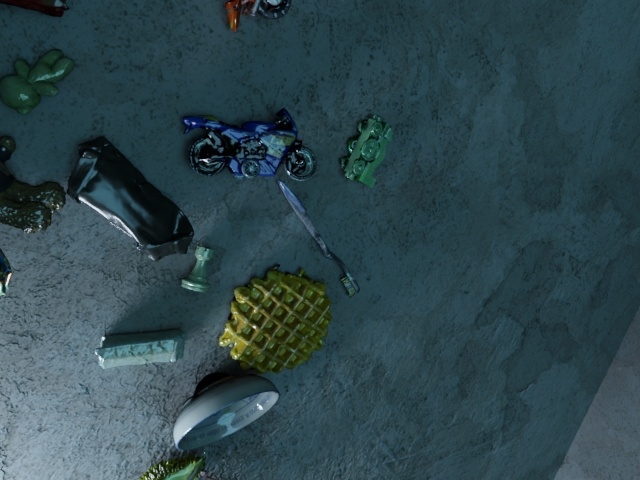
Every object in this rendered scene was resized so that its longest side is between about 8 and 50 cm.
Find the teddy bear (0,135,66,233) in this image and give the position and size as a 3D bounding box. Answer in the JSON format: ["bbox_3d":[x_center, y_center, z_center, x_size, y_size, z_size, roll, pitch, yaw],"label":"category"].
[{"bbox_3d":[-0.613,-0.104,1.098,0.129,0.182,0.251,-28,126,12],"label":"teddy bear"}]

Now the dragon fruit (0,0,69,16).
[{"bbox_3d":[-0.554,-0.517,0.950,0.329,0.228,0.285,16,95,-30],"label":"dragon fruit"}]

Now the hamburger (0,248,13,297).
[{"bbox_3d":[-0.704,0.017,1.042,0.150,0.260,0.276,-42,93,7],"label":"hamburger"}]

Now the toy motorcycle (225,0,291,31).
[{"bbox_3d":[-0.160,-0.604,1.224,0.171,0.089,0.298,-24,116,-20],"label":"toy motorcycle"}]

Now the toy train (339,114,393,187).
[{"bbox_3d":[0.125,-0.231,1.514,0.105,0.071,0.178,23,95,-40],"label":"toy train"}]

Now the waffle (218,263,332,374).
[{"bbox_3d":[-0.099,0.212,1.530,0.329,0.062,0.329,-9,109,-26],"label":"waffle"}]

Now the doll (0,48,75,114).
[{"bbox_3d":[-0.535,-0.300,1.118,0.115,0.077,0.150,41,74,13],"label":"doll"}]

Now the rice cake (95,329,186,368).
[{"bbox_3d":[-0.415,0.251,1.362,0.207,0.063,0.069,-3,113,-27],"label":"rice cake"}]

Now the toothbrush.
[{"bbox_3d":[0.000,0.000,1.534,0.042,0.035,0.413,-39,120,-10],"label":"toothbrush"}]

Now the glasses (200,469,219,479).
[{"bbox_3d":[-0.292,0.681,1.542,0.162,0.095,0.255,-38,141,21],"label":"glasses"}]

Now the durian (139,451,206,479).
[{"bbox_3d":[-0.387,0.601,1.472,0.221,0.095,0.137,-31,159,-25],"label":"durian"}]

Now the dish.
[{"bbox_3d":[-0.250,0.390,1.455,0.273,0.133,0.273,-27,156,-13],"label":"dish"}]

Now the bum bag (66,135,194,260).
[{"bbox_3d":[-0.407,-0.073,1.262,0.142,0.080,0.326,-50,119,-16],"label":"bum bag"}]

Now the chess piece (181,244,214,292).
[{"bbox_3d":[-0.283,0.066,1.382,0.067,0.067,0.103,15,89,-32],"label":"chess piece"}]

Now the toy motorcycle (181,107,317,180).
[{"bbox_3d":[-0.155,-0.223,1.339,0.316,0.113,0.168,1,94,-21],"label":"toy motorcycle"}]
